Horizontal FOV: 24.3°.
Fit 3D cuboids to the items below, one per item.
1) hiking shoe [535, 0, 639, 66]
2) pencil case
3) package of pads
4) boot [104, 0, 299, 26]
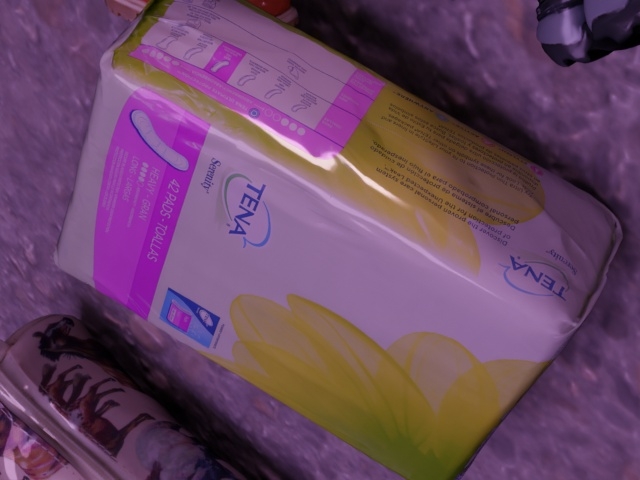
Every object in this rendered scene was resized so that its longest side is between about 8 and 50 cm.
[{"bbox_3d":[0.159,-0.181,0.551,0.304,0.113,0.132,-36,81,49],"label":"hiking shoe"},{"bbox_3d":[-0.125,0.231,1.212,0.410,0.160,0.183,38,160,19],"label":"pencil case"},{"bbox_3d":[0.000,0.000,0.864,0.296,0.101,0.229,30,144,3],"label":"package of pads"},{"bbox_3d":[-0.079,-0.166,0.887,0.158,0.059,0.084,24,133,36],"label":"boot"}]
